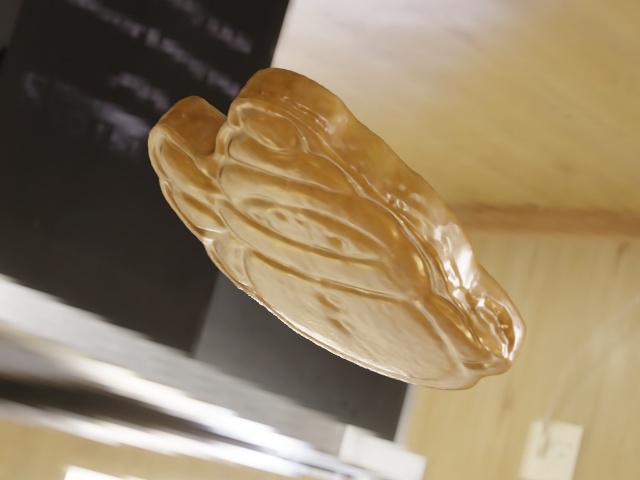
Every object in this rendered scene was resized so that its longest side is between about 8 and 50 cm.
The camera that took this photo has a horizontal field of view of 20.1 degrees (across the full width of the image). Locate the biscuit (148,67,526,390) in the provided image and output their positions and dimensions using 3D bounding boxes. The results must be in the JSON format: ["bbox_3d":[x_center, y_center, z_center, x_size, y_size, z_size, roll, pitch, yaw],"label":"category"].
[{"bbox_3d":[0.000,0.000,1.464,0.312,0.057,0.351,9,144,44],"label":"biscuit"}]
